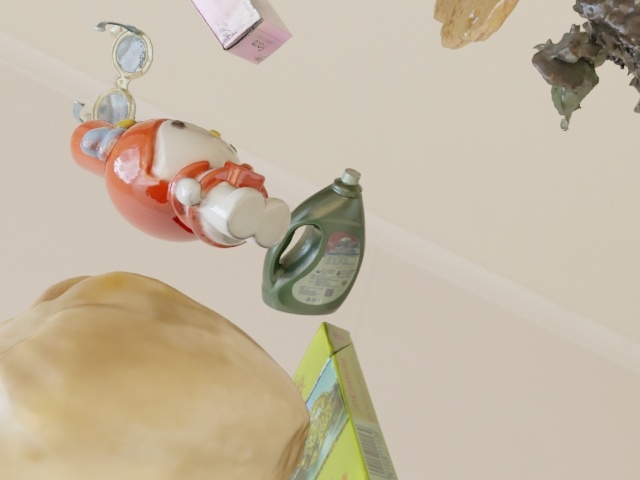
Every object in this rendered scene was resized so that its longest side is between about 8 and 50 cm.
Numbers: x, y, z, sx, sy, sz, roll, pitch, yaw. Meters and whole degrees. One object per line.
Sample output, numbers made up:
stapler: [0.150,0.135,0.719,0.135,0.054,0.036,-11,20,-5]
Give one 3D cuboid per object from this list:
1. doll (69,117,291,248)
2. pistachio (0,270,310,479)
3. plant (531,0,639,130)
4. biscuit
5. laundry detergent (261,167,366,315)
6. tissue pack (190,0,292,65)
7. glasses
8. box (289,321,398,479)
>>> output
doll: [-0.155,-0.064,1.074,0.290,0.130,0.161,26,-173,42]
pistachio: [-0.141,0.137,0.787,0.318,0.193,0.214,18,-108,-40]
plant: [0.301,-0.197,0.992,0.142,0.203,0.131,20,-140,-57]
biscuit: [0.290,-0.442,1.673,0.051,0.376,0.269,23,-106,-18]
laundry detergent: [0.000,0.000,1.345,0.137,0.211,0.063,5,-149,-26]
tissue pack: [-0.168,-0.437,1.789,0.246,0.092,0.148,56,-164,13]
glasses: [-0.331,-0.259,1.638,0.088,0.190,0.220,19,-176,-8]
box: [0.002,0.247,1.114,0.047,0.187,0.335,21,-161,-16]
